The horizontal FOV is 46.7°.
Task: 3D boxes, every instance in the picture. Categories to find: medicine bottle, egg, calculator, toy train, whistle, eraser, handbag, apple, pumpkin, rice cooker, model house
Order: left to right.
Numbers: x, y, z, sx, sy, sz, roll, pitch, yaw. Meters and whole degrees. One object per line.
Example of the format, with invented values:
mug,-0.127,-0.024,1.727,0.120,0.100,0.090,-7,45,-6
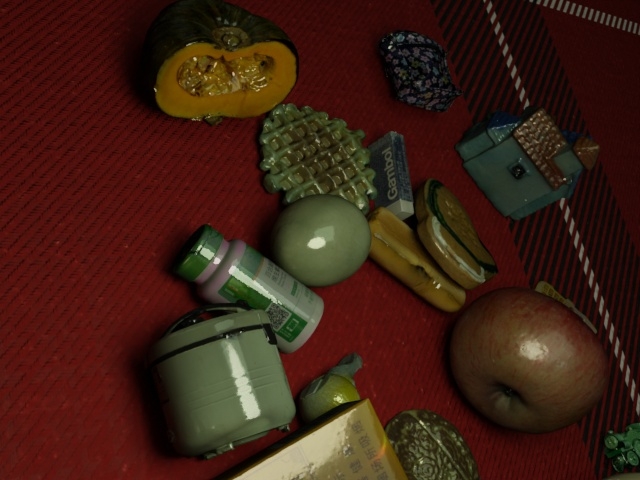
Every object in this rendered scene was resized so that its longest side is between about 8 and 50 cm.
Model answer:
pumpkin,-0.227,-0.365,1.515,0.325,0.242,0.232,-6,43,-35
rice cooker,-0.166,0.228,1.228,0.226,0.226,0.244,-12,77,-41
medicine bottle,-0.135,0.087,1.374,0.274,0.133,0.133,36,50,-18
egg,0.000,0.000,1.484,0.253,0.187,0.186,-23,82,-58
whistle,0.035,0.296,1.423,0.123,0.123,0.223,49,32,-7
eraser,0.166,-0.145,1.760,0.046,0.092,0.212,11,63,-35
handbag,0.256,-0.451,1.964,0.229,0.127,0.207,1,61,-38
apple,0.443,0.271,1.617,0.269,0.345,0.344,-44,98,-22
model house,0.592,-0.250,1.989,0.295,0.329,0.251,50,50,-9
calculator,0.642,0.212,1.989,0.236,0.033,0.157,43,49,-9
toy train,0.803,0.534,1.920,0.178,0.071,0.104,1,60,-39

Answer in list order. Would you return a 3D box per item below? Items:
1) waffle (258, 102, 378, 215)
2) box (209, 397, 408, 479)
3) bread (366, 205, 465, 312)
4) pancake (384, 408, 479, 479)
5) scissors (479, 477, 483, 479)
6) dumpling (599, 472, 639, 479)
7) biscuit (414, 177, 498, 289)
waffle,-0.004,-0.171,1.662,0.309,0.056,0.291,16,59,-31
box,-0.049,0.465,1.187,0.416,0.116,0.264,-23,85,-27
bread,0.208,0.048,1.690,0.305,0.091,0.142,37,34,-17
pancake,0.219,0.468,1.510,0.250,0.031,0.249,14,60,-26
scissors,0.402,0.610,1.597,0.300,0.022,0.109,35,53,-16
dumpling,0.700,0.690,1.660,0.395,0.233,0.315,-6,74,-25
biscuit,0.328,-0.008,1.754,0.287,0.057,0.343,46,26,-16
